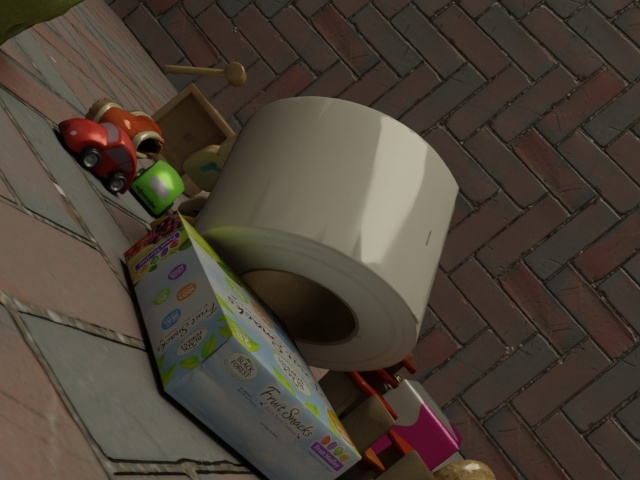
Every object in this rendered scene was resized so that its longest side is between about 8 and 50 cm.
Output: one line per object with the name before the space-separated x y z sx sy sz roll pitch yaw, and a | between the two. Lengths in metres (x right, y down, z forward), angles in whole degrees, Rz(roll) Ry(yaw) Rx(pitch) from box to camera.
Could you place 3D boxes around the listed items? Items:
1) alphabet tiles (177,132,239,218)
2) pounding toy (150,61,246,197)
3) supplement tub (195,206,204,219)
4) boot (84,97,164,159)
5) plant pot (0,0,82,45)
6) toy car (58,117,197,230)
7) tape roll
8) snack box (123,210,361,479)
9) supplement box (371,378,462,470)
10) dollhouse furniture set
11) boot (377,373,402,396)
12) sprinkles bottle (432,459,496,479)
alphabet tiles | -0.051 -0.024 1.158 0.284 0.278 0.021 50 44 -25
pounding toy | -0.197 -0.208 1.438 0.181 0.206 0.094 51 2 13
supplement tub | -0.057 0.029 1.089 0.200 0.144 0.144 50 2 -25
boot | -0.230 -0.128 1.106 0.084 0.059 0.158 33 6 11
plant pot | -0.311 -0.333 0.822 0.254 0.276 0.276 62 -2 -22
toy car | -0.191 -0.059 1.000 0.239 0.053 0.225 51 2 -13
tape roll | 0.000 0.000 0.874 0.246 0.169 0.246 15 -33 10
snack box | -0.070 0.092 0.716 0.174 0.070 0.207 50 3 -34
supplement box | 0.116 0.265 1.179 0.111 0.114 0.220 52 1 15
dollhouse furniture set | 0.095 0.231 0.927 0.262 0.135 0.259 49 3 -46
boot | 0.142 0.278 1.521 0.229 0.091 0.263 58 5 8
sprinkles bottle | 0.231 0.407 0.975 0.121 0.121 0.355 50 2 -36
